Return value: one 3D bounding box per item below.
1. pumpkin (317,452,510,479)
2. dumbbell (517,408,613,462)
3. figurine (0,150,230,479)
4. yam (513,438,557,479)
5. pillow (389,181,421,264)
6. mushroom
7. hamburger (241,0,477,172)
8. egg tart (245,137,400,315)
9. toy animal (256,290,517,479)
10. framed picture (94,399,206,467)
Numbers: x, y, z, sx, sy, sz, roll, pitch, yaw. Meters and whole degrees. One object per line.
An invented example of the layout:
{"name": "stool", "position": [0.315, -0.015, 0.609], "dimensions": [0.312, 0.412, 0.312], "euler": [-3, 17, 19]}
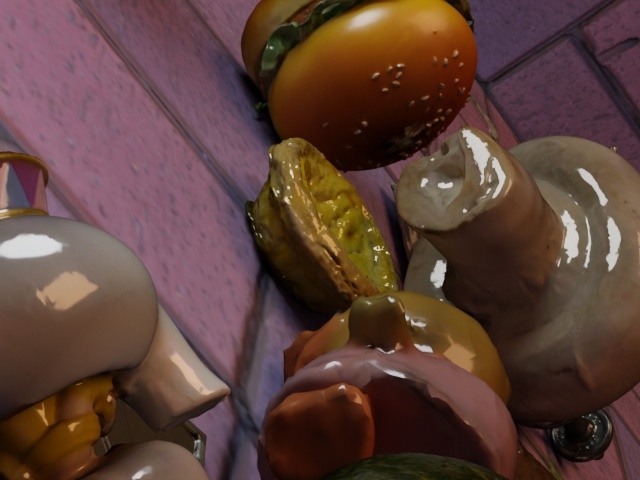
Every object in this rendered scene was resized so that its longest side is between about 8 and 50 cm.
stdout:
{"name": "pumpkin", "position": [0.045, 0.221, 0.588], "dimensions": [0.238, 0.159, 0.238], "euler": [23, 61, -50]}
{"name": "dumbbell", "position": [0.293, 0.205, 1.409], "dimensions": [0.254, 0.110, 0.110], "euler": [47, 19, -46]}
{"name": "figurine", "position": [-0.102, 0.102, 0.466], "dimensions": [0.189, 0.142, 0.264], "euler": [-17, 74, -39]}
{"name": "yam", "position": [0.157, 0.211, 1.068], "dimensions": [0.127, 0.084, 0.084], "euler": [46, 20, -20]}
{"name": "pillow", "position": [0.138, 0.025, 1.380], "dimensions": [0.128, 0.051, 0.229], "euler": [38, 24, -29]}
{"name": "mushroom", "position": [0.168, 0.018, 1.098], "dimensions": [0.290, 0.292, 0.293], "euler": [33, 29, -38]}
{"name": "hamburger", "position": [0.046, -0.168, 1.183], "dimensions": [0.246, 0.246, 0.170], "euler": [24, 39, -60]}
{"name": "egg tart", "position": [0.000, 0.000, 1.013], "dimensions": [0.191, 0.074, 0.191], "euler": [50, 18, -22]}
{"name": "toy animal", "position": [0.049, 0.116, 0.800], "dimensions": [0.281, 0.169, 0.196], "euler": [-70, 168, -75]}
{"name": "framed picture", "position": [-0.102, 0.123, 0.632], "dimensions": [0.109, 0.011, 0.149], "euler": [49, 19, -26]}
